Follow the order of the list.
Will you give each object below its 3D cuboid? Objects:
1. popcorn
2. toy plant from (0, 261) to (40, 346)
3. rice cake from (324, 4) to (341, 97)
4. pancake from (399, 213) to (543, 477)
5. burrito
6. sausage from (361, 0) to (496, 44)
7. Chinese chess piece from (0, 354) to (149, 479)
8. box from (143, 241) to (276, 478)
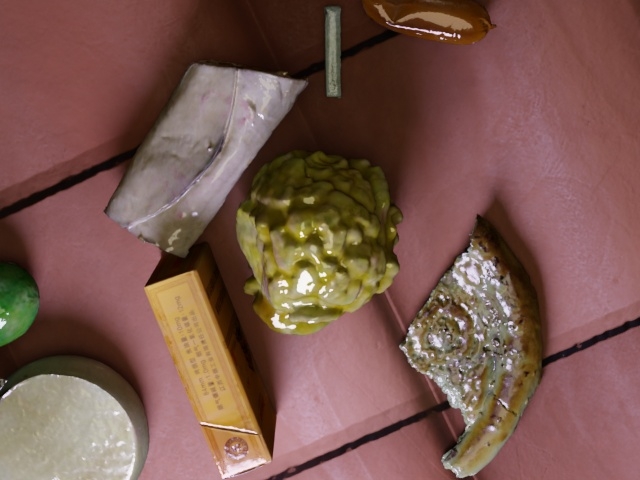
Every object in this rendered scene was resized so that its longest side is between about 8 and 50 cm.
[{"bbox_3d":[0.000,0.000,1.705,0.212,0.259,0.259,-17,102,-11],"label":"popcorn"},{"bbox_3d":[-0.502,0.119,1.757,0.218,0.175,0.235,19,76,2],"label":"toy plant"},{"bbox_3d":[0.017,-0.247,1.742,0.022,0.021,0.121,-2,104,-4],"label":"rice cake"},{"bbox_3d":[0.207,0.147,1.808,0.197,0.054,0.377,-4,101,2],"label":"pancake"},{"bbox_3d":[-0.149,-0.123,1.718,0.143,0.105,0.299,40,103,22],"label":"burrito"},{"bbox_3d":[0.137,-0.290,1.716,0.183,0.054,0.062,9,70,0],"label":"sausage"},{"bbox_3d":[-0.350,0.266,1.816,0.237,0.092,0.238,0,103,1],"label":"Chinese chess piece"},{"bbox_3d":[-0.140,0.153,1.748,0.076,0.174,0.274,-19,101,5],"label":"box"}]
